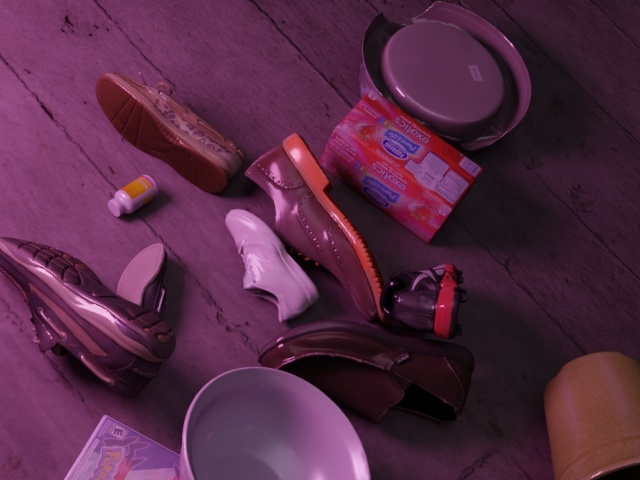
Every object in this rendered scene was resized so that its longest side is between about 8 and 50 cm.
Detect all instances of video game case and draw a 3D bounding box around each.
[{"bbox_3d":[-0.279,0.375,1.577,0.183,0.023,0.201,29,53,-1],"label":"video game case"}]

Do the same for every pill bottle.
[{"bbox_3d":[-0.313,-0.073,1.839,0.043,0.043,0.083,45,55,11],"label":"pill bottle"}]

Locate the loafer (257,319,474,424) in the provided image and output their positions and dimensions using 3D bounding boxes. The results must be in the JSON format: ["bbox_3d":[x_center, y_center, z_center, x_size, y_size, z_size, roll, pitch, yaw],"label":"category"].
[{"bbox_3d":[0.082,0.216,1.739,0.365,0.134,0.130,7,58,-16],"label":"loafer"}]

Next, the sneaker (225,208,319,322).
[{"bbox_3d":[-0.101,0.042,1.828,0.094,0.080,0.212,-37,77,-22],"label":"sneaker"}]

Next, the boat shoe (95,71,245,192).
[{"bbox_3d":[-0.262,-0.197,1.910,0.285,0.104,0.089,40,49,-5],"label":"boat shoe"}]

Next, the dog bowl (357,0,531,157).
[{"bbox_3d":[0.231,-0.307,2.150,0.348,0.102,0.349,9,57,-14],"label":"dog bowl"}]

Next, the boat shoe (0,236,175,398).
[{"bbox_3d":[-0.377,0.111,1.631,0.355,0.130,0.132,32,7,28],"label":"boat shoe"}]

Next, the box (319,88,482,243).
[{"bbox_3d":[0.143,-0.134,1.993,0.256,0.123,0.128,36,54,5],"label":"box"}]

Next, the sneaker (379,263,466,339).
[{"bbox_3d":[0.165,0.090,1.809,0.135,0.276,0.098,7,100,4],"label":"sneaker"}]

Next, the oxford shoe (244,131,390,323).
[{"bbox_3d":[0.000,0.000,1.883,0.132,0.130,0.364,-31,77,2],"label":"oxford shoe"}]

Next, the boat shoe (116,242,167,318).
[{"bbox_3d":[-0.279,0.096,1.747,0.065,0.075,0.206,53,35,-37],"label":"boat shoe"}]

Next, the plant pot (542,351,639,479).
[{"bbox_3d":[0.467,0.326,1.745,0.276,0.276,0.254,8,41,-15],"label":"plant pot"}]

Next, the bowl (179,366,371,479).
[{"bbox_3d":[-0.086,0.341,1.581,0.297,0.134,0.298,20,45,-21],"label":"bowl"}]
